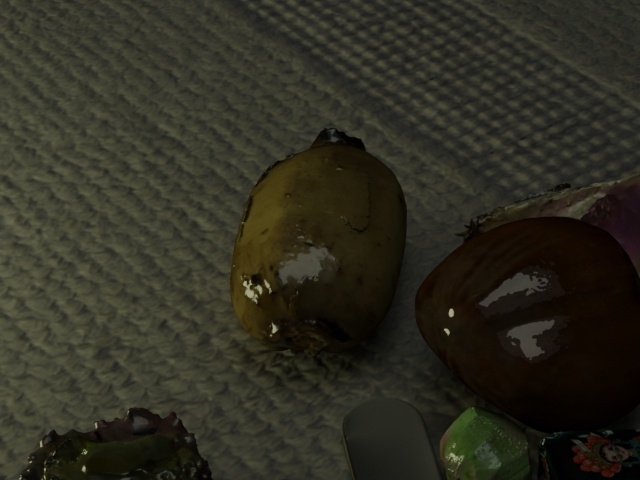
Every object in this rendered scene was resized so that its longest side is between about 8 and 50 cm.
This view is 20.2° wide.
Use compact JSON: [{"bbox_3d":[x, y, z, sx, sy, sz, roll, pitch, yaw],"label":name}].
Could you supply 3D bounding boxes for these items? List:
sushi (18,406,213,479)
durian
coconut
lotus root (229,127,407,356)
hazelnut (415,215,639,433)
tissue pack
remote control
[{"bbox_3d":[-0.157,0.235,1.462,0.161,0.107,0.241,-17,41,-12],"label":"sushi"},{"bbox_3d":[0.246,-0.006,1.722,0.182,0.132,0.165,-36,37,-20],"label":"durian"},{"bbox_3d":[0.141,0.187,1.523,0.083,0.081,0.082,38,5,2],"label":"coconut"},{"bbox_3d":[0.000,0.000,1.720,0.160,0.146,0.284,17,45,-7],"label":"lotus root"},{"bbox_3d":[0.195,0.067,1.574,0.186,0.210,0.210,-41,45,-1],"label":"hazelnut"},{"bbox_3d":[0.242,0.235,1.445,0.103,0.090,0.170,-5,39,-8],"label":"tissue pack"},{"bbox_3d":[0.071,0.222,1.528,0.077,0.022,0.245,-10,39,-5],"label":"remote control"}]
